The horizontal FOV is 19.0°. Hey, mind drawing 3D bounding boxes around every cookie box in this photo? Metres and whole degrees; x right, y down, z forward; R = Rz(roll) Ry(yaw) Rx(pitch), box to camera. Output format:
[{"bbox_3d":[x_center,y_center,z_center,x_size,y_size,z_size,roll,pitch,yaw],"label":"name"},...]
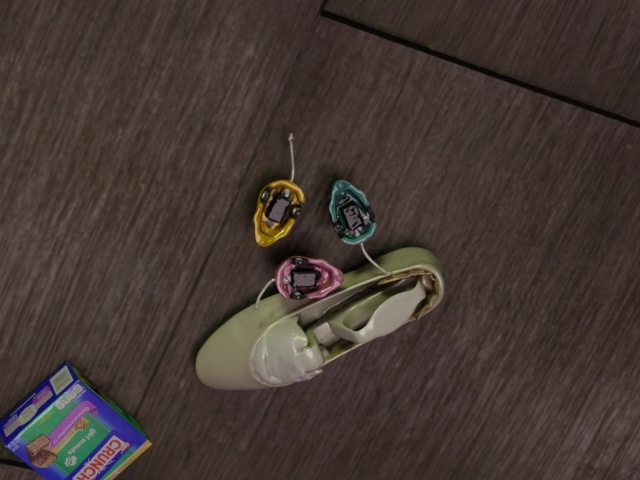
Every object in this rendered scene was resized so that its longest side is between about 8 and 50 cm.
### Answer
[{"bbox_3d":[-0.223,0.176,1.738,0.092,0.040,0.107,-42,125,3],"label":"cookie box"}]

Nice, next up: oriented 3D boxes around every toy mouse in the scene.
[{"bbox_3d":[0.000,0.000,1.723,0.143,0.031,0.161,21,96,-21],"label":"toy mouse"}]

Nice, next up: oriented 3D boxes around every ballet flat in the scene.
[{"bbox_3d":[0.005,0.079,1.753,0.248,0.086,0.086,-27,124,-6],"label":"ballet flat"}]
